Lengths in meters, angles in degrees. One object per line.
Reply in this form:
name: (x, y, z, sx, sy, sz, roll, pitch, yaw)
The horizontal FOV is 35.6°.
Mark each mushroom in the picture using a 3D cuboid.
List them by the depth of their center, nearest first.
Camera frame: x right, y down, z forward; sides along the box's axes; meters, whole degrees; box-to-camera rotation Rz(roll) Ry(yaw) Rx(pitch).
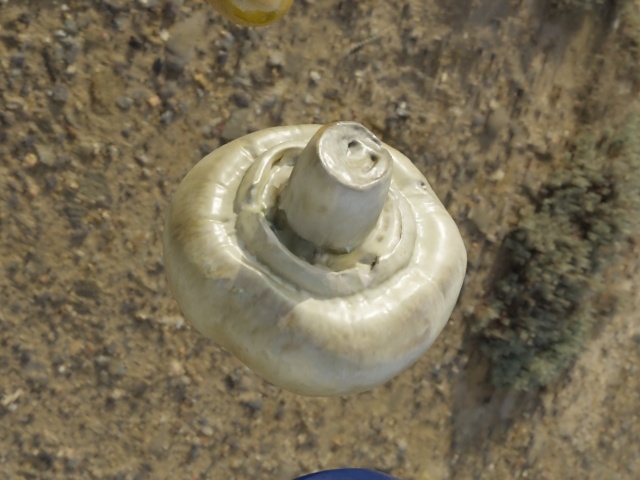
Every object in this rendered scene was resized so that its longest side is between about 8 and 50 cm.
mushroom: (0.000, 0.000, 0.846, 0.260, 0.254, 0.234, -12, 152, -15)

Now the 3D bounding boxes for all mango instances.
mango: (-0.066, -0.214, 0.767, 0.098, 0.190, 0.075, 29, 107, -31)

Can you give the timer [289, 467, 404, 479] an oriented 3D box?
timer: (0.131, 0.237, 0.325, 0.270, 0.383, 0.270, -2, 93, -53)
